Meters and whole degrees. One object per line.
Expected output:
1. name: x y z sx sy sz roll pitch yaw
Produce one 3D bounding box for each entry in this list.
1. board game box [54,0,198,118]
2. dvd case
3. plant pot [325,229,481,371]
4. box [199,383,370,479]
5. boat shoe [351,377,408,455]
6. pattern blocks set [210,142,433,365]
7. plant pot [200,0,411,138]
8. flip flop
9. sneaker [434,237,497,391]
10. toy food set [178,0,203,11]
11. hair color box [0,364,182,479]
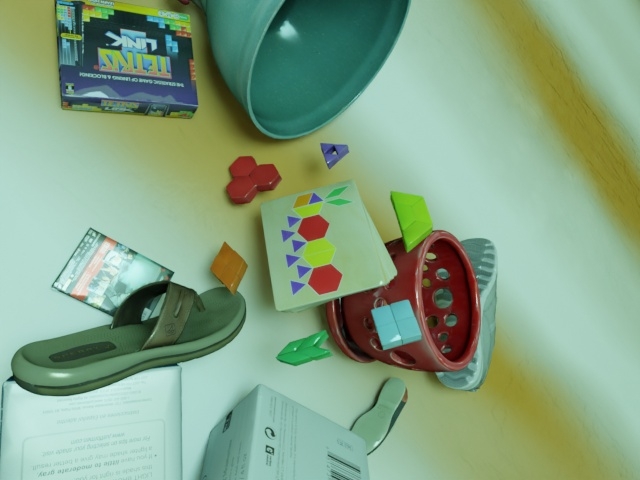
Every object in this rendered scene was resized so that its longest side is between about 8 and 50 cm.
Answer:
1. board game box: -0.259 -0.245 0.654 0.170 0.048 0.141 -4 81 -30
2. dvd case: -0.259 0.049 0.613 0.119 0.013 0.087 31 67 -19
3. plant pot: 0.113 0.089 0.699 0.191 0.174 0.191 13 73 -50
4. box: -0.040 0.304 0.572 0.182 0.119 0.181 34 23 -19
5. boat shoe: 0.092 0.276 0.744 0.137 0.049 0.043 -50 144 -28
6. pattern blocks set: 0.000 0.000 0.626 0.286 0.026 0.324 -8 56 7
7. plant pot: -0.043 -0.320 0.679 0.293 0.293 0.196 -32 69 -30
8. flip flop: -0.193 0.089 0.546 0.277 0.112 0.080 -10 107 -49
9. sneaker: 0.257 0.129 0.855 0.115 0.105 0.281 45 56 -48
10. toy food set: -0.253 -0.384 0.661 0.232 0.111 0.104 36 95 -29
11. hair color box: -0.242 0.314 0.514 0.174 0.105 0.347 2 78 -28
